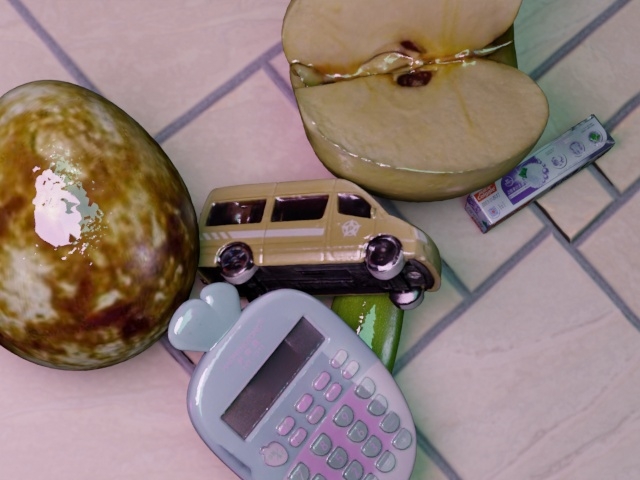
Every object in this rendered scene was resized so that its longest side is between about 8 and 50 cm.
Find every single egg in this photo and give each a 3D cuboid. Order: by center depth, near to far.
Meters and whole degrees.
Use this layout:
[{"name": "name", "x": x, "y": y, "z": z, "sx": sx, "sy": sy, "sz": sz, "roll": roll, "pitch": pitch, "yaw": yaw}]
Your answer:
[{"name": "egg", "x": -0.238, "y": -0.014, "z": 1.137, "sx": 0.238, "sy": 0.238, "sz": 0.289, "roll": -12, "pitch": 118, "yaw": -14}]

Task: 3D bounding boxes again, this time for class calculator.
[{"name": "calculator", "x": -0.026, "y": 0.157, "z": 1.158, "sx": 0.299, "sy": 0.041, "sz": 0.185, "roll": 43, "pitch": 70, "yaw": -13}]

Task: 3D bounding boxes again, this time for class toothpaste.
[{"name": "toothpaste", "x": 0.257, "y": -0.079, "z": 1.376, "sx": 0.196, "sy": 0.040, "sz": 0.047, "roll": -32, "pitch": 80, "yaw": -17}]

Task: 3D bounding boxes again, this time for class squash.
[{"name": "squash", "x": 0.032, "y": 0.145, "z": 1.251, "sx": 0.082, "sy": 0.082, "sz": 0.292, "roll": 17, "pitch": 76, "yaw": -7}]

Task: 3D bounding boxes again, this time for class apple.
[{"name": "apple", "x": 0.095, "y": -0.185, "z": 1.270, "sx": 0.258, "sy": 0.233, "sz": 0.295, "roll": -12, "pitch": 89, "yaw": -1}]

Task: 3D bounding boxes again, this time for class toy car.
[{"name": "toy car", "x": 0.000, "y": 0.000, "z": 1.215, "sx": 0.257, "sy": 0.101, "sz": 0.124, "roll": -3, "pitch": 64, "yaw": 20}]
